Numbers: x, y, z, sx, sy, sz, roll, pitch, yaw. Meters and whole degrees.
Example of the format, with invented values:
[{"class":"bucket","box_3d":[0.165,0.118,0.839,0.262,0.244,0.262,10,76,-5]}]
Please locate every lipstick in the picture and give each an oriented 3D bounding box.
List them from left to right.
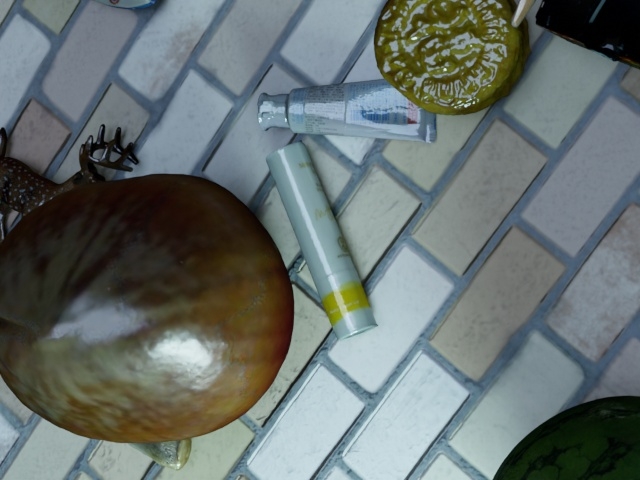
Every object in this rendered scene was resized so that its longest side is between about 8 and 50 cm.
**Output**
[{"class":"lipstick","box_3d":[0.000,0.000,1.794,0.059,0.059,0.264,-27,79,24]}]

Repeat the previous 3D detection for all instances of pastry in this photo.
[{"class":"pastry","box_3d":[0.159,-0.243,1.682,0.188,0.103,0.189,-1,87,20]}]

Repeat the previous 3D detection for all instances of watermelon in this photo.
[{"class":"watermelon","box_3d":[0.329,0.348,1.492,0.363,0.363,0.363,0,91,26]}]

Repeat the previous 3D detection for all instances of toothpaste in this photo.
[{"class":"toothpaste","box_3d":[0.035,-0.169,1.781,0.234,0.057,0.089,0,89,19]}]

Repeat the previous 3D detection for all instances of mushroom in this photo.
[{"class":"mushroom","box_3d":[-0.260,0.257,1.933,0.202,0.054,0.059,26,96,29]}]

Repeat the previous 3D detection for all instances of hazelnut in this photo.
[{"class":"hazelnut","box_3d":[-0.241,0.084,1.774,0.409,0.359,0.359,-8,87,17]}]

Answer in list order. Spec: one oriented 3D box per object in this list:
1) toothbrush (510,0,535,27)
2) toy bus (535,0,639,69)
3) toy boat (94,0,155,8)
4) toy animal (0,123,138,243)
[{"class":"toothbrush","box_3d":[0.316,-0.413,1.609,0.037,0.028,0.375,30,89,16]},{"class":"toy bus","box_3d":[0.398,-0.210,1.489,0.409,0.092,0.093,35,103,48]},{"class":"toy boat","box_3d":[-0.333,-0.418,1.932,0.295,0.088,0.129,42,108,20]},{"class":"toy animal","box_3d":[-0.400,-0.071,1.973,0.243,0.087,0.260,27,105,21]}]
